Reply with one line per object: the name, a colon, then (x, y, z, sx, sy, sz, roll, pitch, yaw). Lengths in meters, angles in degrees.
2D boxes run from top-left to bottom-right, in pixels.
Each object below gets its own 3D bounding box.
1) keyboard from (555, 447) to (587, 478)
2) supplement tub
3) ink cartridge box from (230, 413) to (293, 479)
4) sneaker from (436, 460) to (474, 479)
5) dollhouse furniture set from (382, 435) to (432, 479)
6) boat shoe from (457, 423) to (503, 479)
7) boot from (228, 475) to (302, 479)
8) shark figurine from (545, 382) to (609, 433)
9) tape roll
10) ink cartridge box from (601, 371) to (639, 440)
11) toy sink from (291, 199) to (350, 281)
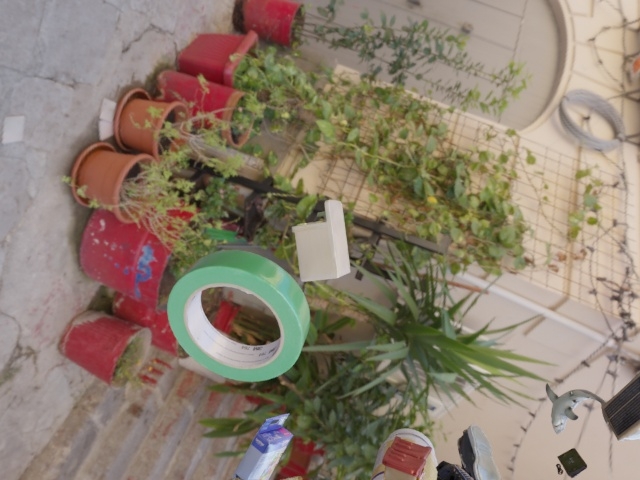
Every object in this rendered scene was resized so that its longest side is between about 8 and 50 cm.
keyboard: (0.953, 0.858, 1.790, 0.108, 0.023, 0.180, -36, 168, 10)
supplement tub: (0.317, 0.895, 1.764, 0.241, 0.240, 0.331, -69, 167, 17)
ink cartridge box: (-0.197, 0.724, 1.526, 0.311, 0.065, 0.186, -62, 154, -3)
sneaker: (0.294, 0.533, 0.997, 0.081, 0.090, 0.232, -43, 164, -8)
dollhouse furniture set: (0.355, 0.739, 1.323, 0.152, 0.373, 0.202, -10, 108, -62)
boat shoe: (0.509, 0.737, 1.510, 0.091, 0.114, 0.302, -55, -179, 22)
boot: (-0.172, 0.704, 1.229, 0.095, 0.203, 0.262, -102, -152, -47)
shark figurine: (0.890, 0.545, 1.587, 0.278, 0.116, 0.166, 125, -41, -53)
tape roll: (-0.187, 0.178, 1.071, 0.077, 0.321, 0.321, -65, 175, -58)
ink cartridge box: (0.799, 0.365, 1.052, 0.193, 0.234, 0.088, 98, -12, -45)
toy sink: (0.000, 0.000, 1.454, 0.153, 0.131, 0.234, -10, 93, -73)
